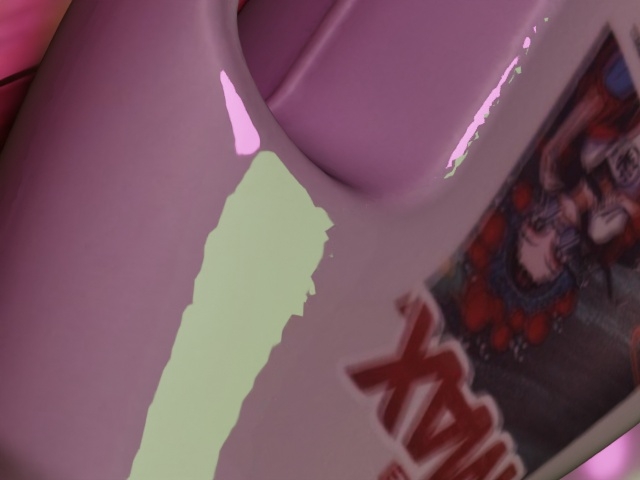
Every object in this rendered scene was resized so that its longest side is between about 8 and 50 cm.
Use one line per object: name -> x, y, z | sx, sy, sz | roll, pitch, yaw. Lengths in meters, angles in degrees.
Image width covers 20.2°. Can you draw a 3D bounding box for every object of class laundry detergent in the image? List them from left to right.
laundry detergent -> 0.000, 0.000, 0.515 | 0.398, 0.124, 0.264 | -45, 130, -24

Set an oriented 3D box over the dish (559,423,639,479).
dish -> 0.148, 0.113, 0.724 | 0.246, 0.078, 0.224 | 0, 100, -45
